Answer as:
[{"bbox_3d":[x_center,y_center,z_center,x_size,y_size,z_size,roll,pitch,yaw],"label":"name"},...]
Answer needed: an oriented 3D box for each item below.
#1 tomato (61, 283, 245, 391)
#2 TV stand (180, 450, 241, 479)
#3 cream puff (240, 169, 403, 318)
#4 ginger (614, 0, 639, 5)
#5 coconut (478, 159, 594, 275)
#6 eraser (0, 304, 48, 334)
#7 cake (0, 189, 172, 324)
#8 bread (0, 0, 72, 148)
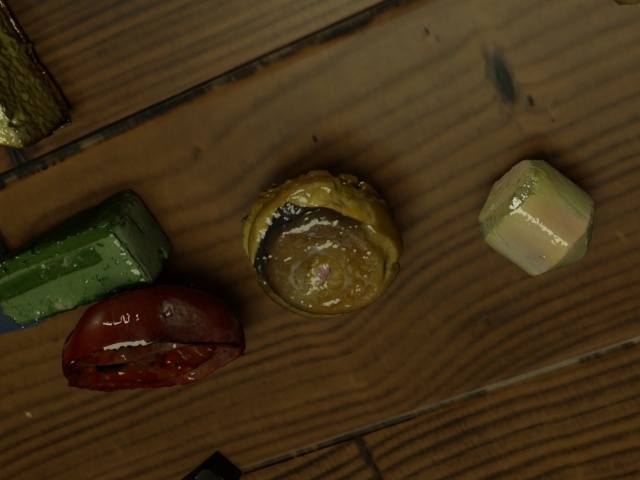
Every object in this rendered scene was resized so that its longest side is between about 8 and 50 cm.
[{"bbox_3d":[-0.207,0.111,1.518,0.227,0.228,0.101,-17,72,18],"label":"tomato"},{"bbox_3d":[-0.213,0.381,1.722,0.049,0.040,0.256,44,115,-12],"label":"TV stand"},{"bbox_3d":[0.000,0.000,1.442,0.189,0.129,0.189,1,122,1],"label":"cream puff"},{"bbox_3d":[0.336,-0.322,1.261,0.176,0.053,0.193,18,119,-5],"label":"ginger"},{"bbox_3d":[0.248,-0.020,1.398,0.122,0.116,0.116,39,117,-12],"label":"coconut"},{"bbox_3d":[-0.453,0.088,1.620,0.225,0.036,0.082,-14,114,16],"label":"eraser"},{"bbox_3d":[-0.301,0.025,1.546,0.235,0.099,0.100,-20,113,30],"label":"cake"},{"bbox_3d":[-0.408,-0.204,1.415,0.134,0.129,0.260,-23,109,28],"label":"bread"}]
